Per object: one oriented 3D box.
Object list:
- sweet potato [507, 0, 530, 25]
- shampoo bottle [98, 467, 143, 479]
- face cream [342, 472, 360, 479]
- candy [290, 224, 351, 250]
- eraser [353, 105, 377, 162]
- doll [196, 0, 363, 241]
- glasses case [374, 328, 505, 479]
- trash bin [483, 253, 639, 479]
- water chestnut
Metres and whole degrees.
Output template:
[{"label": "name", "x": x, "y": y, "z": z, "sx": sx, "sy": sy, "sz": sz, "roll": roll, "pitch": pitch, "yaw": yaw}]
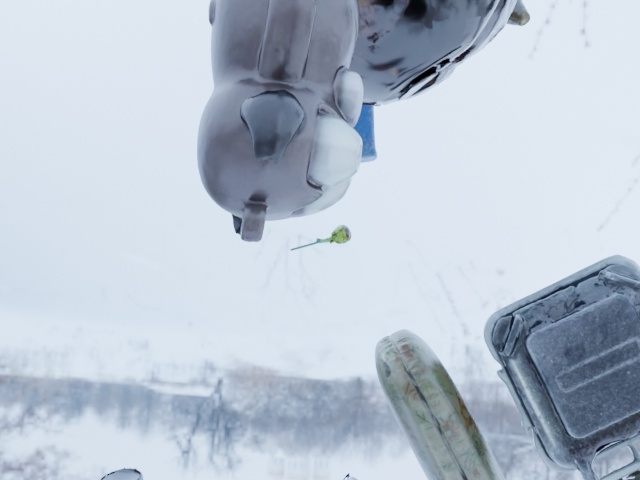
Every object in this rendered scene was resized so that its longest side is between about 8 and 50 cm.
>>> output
[{"label": "sweet potato", "x": 0.215, "y": -0.358, "z": 1.207, "sx": 0.077, "sy": 0.244, "sz": 0.077, "roll": -20, "pitch": 151, "yaw": -12}, {"label": "shampoo bottle", "x": -0.285, "y": 0.450, "z": 1.363, "sx": 0.072, "sy": 0.214, "sz": 0.072, "roll": -4, "pitch": -168, "yaw": 1}, {"label": "face cream", "x": 0.117, "y": 0.361, "z": 1.057, "sx": 0.243, "sy": 0.092, "sz": 0.058, "roll": 31, "pitch": -160, "yaw": 15}, {"label": "candy", "x": 0.000, "y": 0.000, "z": 1.758, "sx": 0.123, "sy": 0.035, "sz": 0.035, "roll": -16, "pitch": -167, "yaw": 6}, {"label": "eraser", "x": -0.003, "y": -0.252, "z": 1.216, "sx": 0.144, "sy": 0.312, "sz": 0.042, "roll": -2, "pitch": 171, "yaw": -4}, {"label": "doll", "x": -0.031, "y": -0.120, "z": 0.687, "sx": 0.117, "sy": 0.257, "sz": 0.182, "roll": 3, "pitch": 160, "yaw": -7}, {"label": "glasses case", "x": 0.194, "y": 0.313, "z": 1.285, "sx": 0.098, "sy": 0.425, "sz": 0.156, "roll": -27, "pitch": -162, "yaw": 3}, {"label": "trash bin", "x": 0.398, "y": 0.199, "z": 1.421, "sx": 0.256, "sy": 0.296, "sz": 0.368, "roll": -27, "pitch": 176, "yaw": 1}, {"label": "water chestnut", "x": 0.073, "y": -0.281, "z": 0.972, "sx": 0.289, "sy": 0.244, "sz": 0.289, "roll": -34, "pitch": 177, "yaw": -2}]
